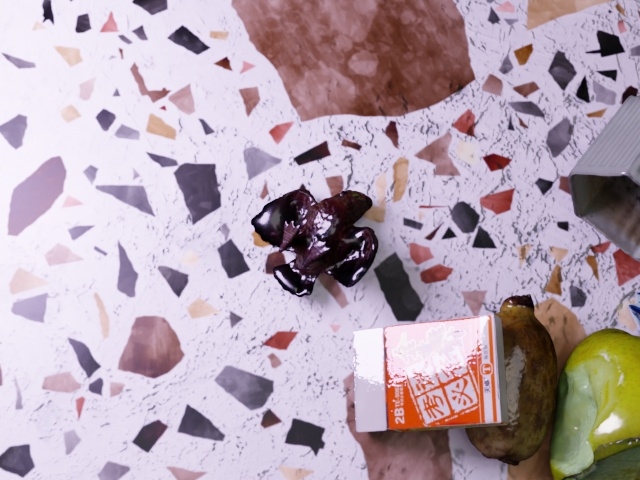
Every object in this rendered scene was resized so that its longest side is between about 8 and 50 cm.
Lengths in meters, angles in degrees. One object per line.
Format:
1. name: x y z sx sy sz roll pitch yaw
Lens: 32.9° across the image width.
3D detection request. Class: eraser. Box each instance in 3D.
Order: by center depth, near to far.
1. eraser: 0.158 0.200 1.599 0.230 0.038 0.157 -9 73 27

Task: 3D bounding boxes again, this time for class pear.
1. pear: 0.437 0.238 1.583 0.159 0.292 0.293 17 73 -12

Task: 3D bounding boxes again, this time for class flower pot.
1. flower pot: 0.533 -0.096 1.706 0.239 0.209 0.190 37 73 5

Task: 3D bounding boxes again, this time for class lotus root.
1. lotus root: 0.287 0.205 1.633 0.145 0.128 0.260 14 78 -19

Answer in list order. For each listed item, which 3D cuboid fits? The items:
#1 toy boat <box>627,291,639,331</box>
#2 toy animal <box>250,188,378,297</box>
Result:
1. toy boat: 0.568 0.215 1.719 0.220 0.067 0.291 -15 67 -12
2. toy animal: 0.005 -0.005 1.682 0.218 0.116 0.179 27 41 28
